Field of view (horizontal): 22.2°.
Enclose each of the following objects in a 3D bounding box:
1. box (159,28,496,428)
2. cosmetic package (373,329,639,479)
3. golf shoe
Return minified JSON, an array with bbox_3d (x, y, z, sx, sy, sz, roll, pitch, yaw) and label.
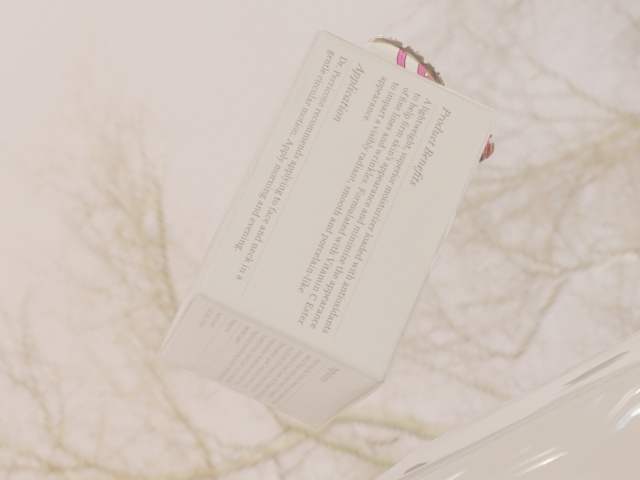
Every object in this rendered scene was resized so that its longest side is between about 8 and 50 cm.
[{"bbox_3d":[0.000,0.000,0.986,0.119,0.182,0.181,26,-109,-4],"label":"box"},{"bbox_3d":[0.204,0.140,0.857,0.197,0.365,0.155,60,-148,2],"label":"cosmetic package"},{"bbox_3d":[0.102,-0.143,1.777,0.186,0.086,0.067,48,162,10],"label":"golf shoe"}]
